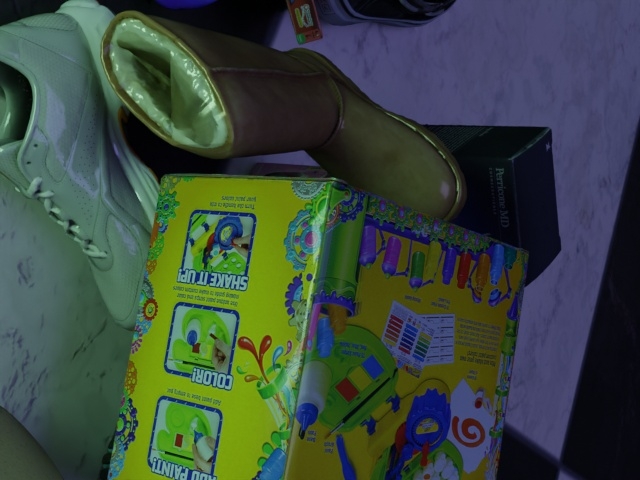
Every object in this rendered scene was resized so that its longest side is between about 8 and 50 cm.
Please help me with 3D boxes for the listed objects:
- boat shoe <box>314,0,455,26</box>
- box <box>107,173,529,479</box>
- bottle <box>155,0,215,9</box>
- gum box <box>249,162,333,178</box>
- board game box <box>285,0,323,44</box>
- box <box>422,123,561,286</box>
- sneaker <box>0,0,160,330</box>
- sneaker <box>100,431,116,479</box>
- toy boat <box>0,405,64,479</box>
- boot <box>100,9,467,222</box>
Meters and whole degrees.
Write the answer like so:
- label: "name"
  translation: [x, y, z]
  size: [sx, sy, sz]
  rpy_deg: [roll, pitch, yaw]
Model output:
- label: "boat shoe"
  translation: [0.116, -0.294, 1.094]
  size: [0.335, 0.119, 0.121]
  rpy_deg: [-36, 121, -54]
- label: "box"
  translation: [0.010, 0.114, 0.790]
  size: [0.290, 0.177, 0.279]
  rpy_deg: [17, 80, -51]
- label: "bottle"
  translation: [-0.140, -0.331, 0.780]
  size: [0.118, 0.092, 0.283]
  rpy_deg: [-51, 132, -35]
- label: "gum box"
  translation: [0.000, 0.000, 0.996]
  size: [0.188, 0.107, 0.062]
  rpy_deg: [56, 52, -40]
- label: "board game box"
  translation: [-0.051, -0.331, 0.885]
  size: [0.145, 0.027, 0.281]
  rpy_deg: [-105, 178, -63]
- label: "box"
  translation: [0.154, -0.045, 1.113]
  size: [0.108, 0.207, 0.153]
  rpy_deg: [-35, 121, -47]
- label: "sneaker"
  translation: [-0.195, -0.046, 0.755]
  size: [0.121, 0.099, 0.263]
  rpy_deg: [-24, 106, -41]
- label: "sneaker"
  translation: [-0.096, 0.155, 0.917]
  size: [0.283, 0.110, 0.122]
  rpy_deg: [-50, 149, -34]
- label: "toy boat"
  translation: [-0.280, 0.188, 0.646]
  size: [0.151, 0.151, 0.231]
  rpy_deg: [-53, 142, 9]
- label: "boot"
  translation: [-0.018, -0.083, 0.788]
  size: [0.089, 0.236, 0.269]
  rpy_deg: [-57, 162, 18]
